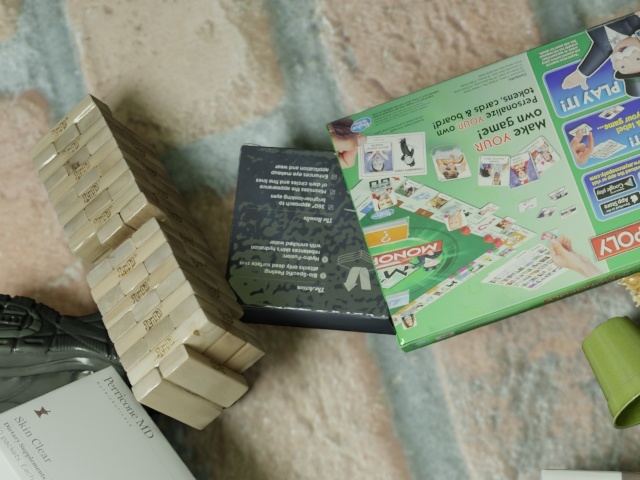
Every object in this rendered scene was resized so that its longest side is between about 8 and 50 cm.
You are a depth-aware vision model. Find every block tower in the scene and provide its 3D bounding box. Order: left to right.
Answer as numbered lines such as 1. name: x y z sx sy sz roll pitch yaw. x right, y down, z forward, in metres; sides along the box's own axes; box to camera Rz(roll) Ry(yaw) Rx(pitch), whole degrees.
1. block tower: -0.162 0.012 1.239 0.091 0.097 0.335 -41 51 11

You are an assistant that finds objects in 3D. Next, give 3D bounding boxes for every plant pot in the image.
1. plant pot: 0.275 0.112 1.212 0.083 0.083 0.079 -31 61 2

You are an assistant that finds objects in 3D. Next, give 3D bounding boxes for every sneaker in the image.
1. sneaker: -0.216 0.130 1.283 0.286 0.109 0.130 8 121 -4

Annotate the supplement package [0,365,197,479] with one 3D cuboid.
1. supplement package: -0.193 0.282 1.166 0.262 0.145 0.204 50 132 16

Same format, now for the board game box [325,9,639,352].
1. board game box: 0.186 -0.055 1.181 0.317 0.046 0.214 -19 76 6

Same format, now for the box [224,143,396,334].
1. box: 0.000 0.000 1.273 0.156 0.093 0.158 4 77 10

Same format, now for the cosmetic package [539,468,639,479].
1. cosmetic package: 0.274 0.272 1.129 0.183 0.151 0.151 0 76 10

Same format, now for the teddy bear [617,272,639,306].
1. teddy bear: 0.403 -0.062 1.208 0.338 0.113 0.245 -4 78 9
